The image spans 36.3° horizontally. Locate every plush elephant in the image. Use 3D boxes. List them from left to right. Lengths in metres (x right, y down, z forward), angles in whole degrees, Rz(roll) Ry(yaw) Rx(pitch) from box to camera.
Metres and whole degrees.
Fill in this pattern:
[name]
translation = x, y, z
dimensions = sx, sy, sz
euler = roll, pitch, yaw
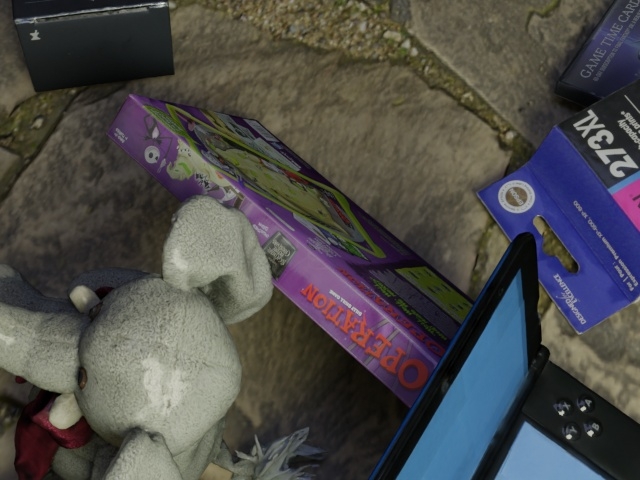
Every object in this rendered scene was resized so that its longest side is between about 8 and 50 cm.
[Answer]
[plush elephant]
translation = -0.154, 0.107, 0.708
dimensions = 0.330, 0.255, 0.271
euler = 9, 58, 2

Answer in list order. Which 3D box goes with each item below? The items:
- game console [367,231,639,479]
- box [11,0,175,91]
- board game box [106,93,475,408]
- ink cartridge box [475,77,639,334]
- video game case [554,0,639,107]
[game console]
translation = 0.152, 0.191, 0.695
dimensions = 0.250, 0.173, 0.293
euler = 35, 62, 2
[box]
translation = -0.244, -0.273, 1.030
dimensions = 0.153, 0.108, 0.207
euler = -8, 59, -9
[board game box]
translation = 0.000, 0.000, 0.832
dimensions = 0.347, 0.208, 0.056
euler = 41, 103, 21
[ink cartridge box]
translation = 0.351, -0.079, 0.922
dimensions = 0.371, 0.069, 0.175
euler = -30, 67, -4
[video game case]
translation = 0.414, -0.168, 1.031
dimensions = 0.274, 0.026, 0.196
euler = 26, 56, 20
